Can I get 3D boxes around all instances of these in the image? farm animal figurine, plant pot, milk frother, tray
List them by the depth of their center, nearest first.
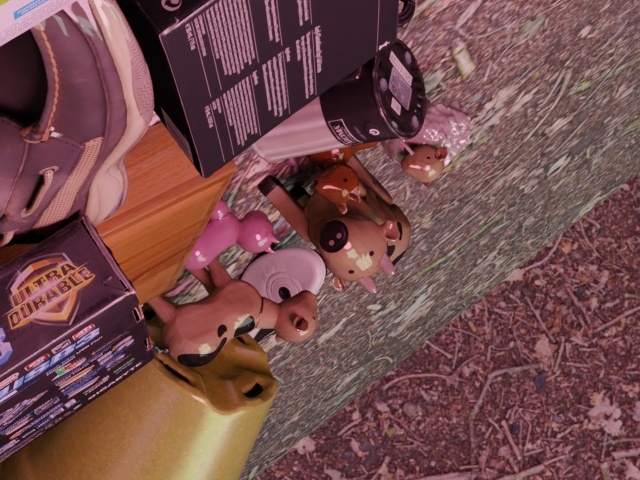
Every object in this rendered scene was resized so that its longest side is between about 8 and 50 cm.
[{"bbox_3d":[-0.266,0.051,1.196,0.411,0.076,0.203,-31,164,-36],"label":"tray"},{"bbox_3d":[0.011,-0.150,1.248,0.135,0.129,0.143,-8,-142,32],"label":"milk frother"},{"bbox_3d":[0.000,0.000,1.522,0.330,0.172,0.327,-46,165,27],"label":"farm animal figurine"},{"bbox_3d":[-0.180,0.210,1.617,0.254,0.276,0.276,-58,160,23],"label":"plant pot"}]

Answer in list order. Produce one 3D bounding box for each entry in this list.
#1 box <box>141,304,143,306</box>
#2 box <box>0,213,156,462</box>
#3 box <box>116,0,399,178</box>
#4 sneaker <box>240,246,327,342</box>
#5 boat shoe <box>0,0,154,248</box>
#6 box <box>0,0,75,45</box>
[{"bbox_3d":[-0.273,0.121,1.433,0.232,0.058,0.087,-46,166,27],"label":"box"},{"bbox_3d":[-0.260,0.117,1.065,0.296,0.073,0.293,-34,170,-9],"label":"box"},{"bbox_3d":[-0.044,-0.169,1.004,0.184,0.103,0.261,-34,166,-9],"label":"box"},{"bbox_3d":[-0.044,0.056,1.819,0.217,0.079,0.121,-40,173,40],"label":"sneaker"},{"bbox_3d":[-0.186,-0.072,0.882,0.130,0.132,0.355,-35,165,-19],"label":"boat shoe"},{"bbox_3d":[-0.114,-0.212,0.623,0.262,0.126,0.231,-35,165,-17],"label":"box"}]
